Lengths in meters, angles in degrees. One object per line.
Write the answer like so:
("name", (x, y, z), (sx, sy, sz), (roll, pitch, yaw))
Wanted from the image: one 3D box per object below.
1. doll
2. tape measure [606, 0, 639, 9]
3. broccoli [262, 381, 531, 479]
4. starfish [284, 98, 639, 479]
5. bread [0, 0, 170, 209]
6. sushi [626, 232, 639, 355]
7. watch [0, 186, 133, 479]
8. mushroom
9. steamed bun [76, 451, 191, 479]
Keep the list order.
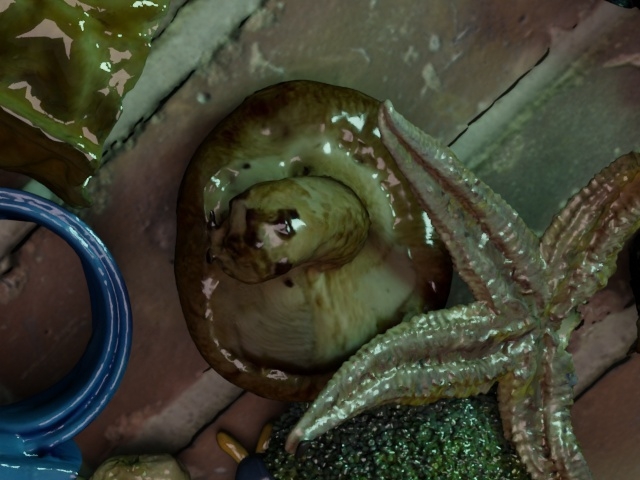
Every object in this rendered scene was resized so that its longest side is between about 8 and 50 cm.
("doll", (-0.049, 0.267, 1.400), (0.102, 0.089, 0.179), (-11, 87, -4))
("tape measure", (0.328, -0.276, 1.209), (0.223, 0.135, 0.202), (13, 130, -21))
("broccoli", (0.073, 0.188, 1.339), (0.226, 0.198, 0.176), (-29, 155, 28))
("starfish", (0.171, 0.073, 1.199), (0.384, 0.132, 0.398), (9, 116, -33))
("bread", (-0.258, -0.171, 1.156), (0.252, 0.196, 0.238), (24, 103, -12))
("sushi", (0.426, 0.010, 1.311), (0.343, 0.182, 0.196), (-33, 95, 10))
("watch", (-0.325, 0.081, 1.237), (0.305, 0.241, 0.274), (13, 90, -15))
("mushroom", (-0.001, 0.014, 1.234), (0.267, 0.254, 0.267), (-6, 120, -11))
("steamed bun", (-0.199, 0.301, 1.360), (0.177, 0.106, 0.192), (-7, 130, -8))
